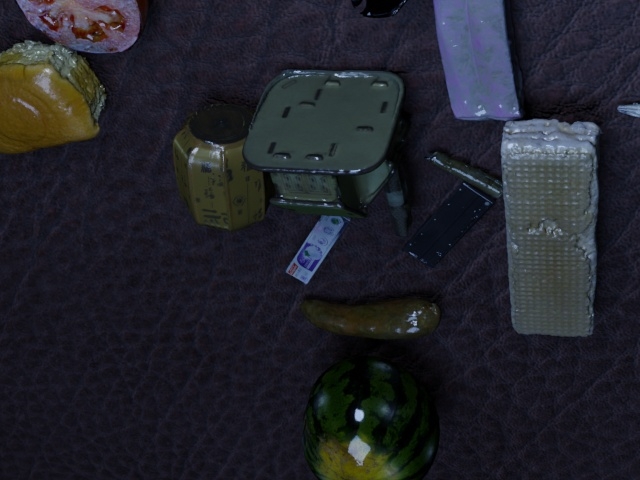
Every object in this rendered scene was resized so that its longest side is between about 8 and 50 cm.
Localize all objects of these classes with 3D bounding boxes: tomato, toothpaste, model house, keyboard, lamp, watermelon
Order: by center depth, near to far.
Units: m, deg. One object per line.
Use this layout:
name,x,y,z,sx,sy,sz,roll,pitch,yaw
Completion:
tomato,-0.345,-0.376,1.724,0.224,0.085,0.225,12,140,10
model house,0.030,-0.092,1.782,0.218,0.205,0.279,6,142,19
lamp,-0.148,-0.114,1.855,0.161,0.161,0.185,13,137,11
keyboard,0.204,-0.022,1.896,0.063,0.010,0.198,32,137,-7
toothpaste,0.000,0.000,1.987,0.047,0.040,0.196,31,137,-2
watermelon,0.089,0.338,2.138,0.268,0.269,0.269,12,137,12

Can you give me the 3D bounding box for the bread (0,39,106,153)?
bread,-0.468,-0.227,1.903,0.245,0.121,0.174,-7,128,26

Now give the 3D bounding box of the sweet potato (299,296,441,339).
sweet potato,0.086,0.136,2.069,0.273,0.075,0.075,-1,133,30

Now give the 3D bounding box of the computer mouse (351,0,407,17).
computer mouse,0.100,-0.388,1.496,0.077,0.146,0.242,-4,137,-36

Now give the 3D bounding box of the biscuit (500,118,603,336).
biscuit,0.349,-0.009,1.771,0.143,0.079,0.426,2,139,15

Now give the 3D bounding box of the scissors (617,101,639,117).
scissors,0.553,-0.157,1.600,0.299,0.022,0.109,11,133,15

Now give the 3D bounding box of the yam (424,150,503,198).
yam,0.220,-0.104,1.793,0.129,0.027,0.033,26,177,-6

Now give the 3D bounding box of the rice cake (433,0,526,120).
rice cake,0.210,-0.286,1.597,0.106,0.050,0.298,2,134,21
